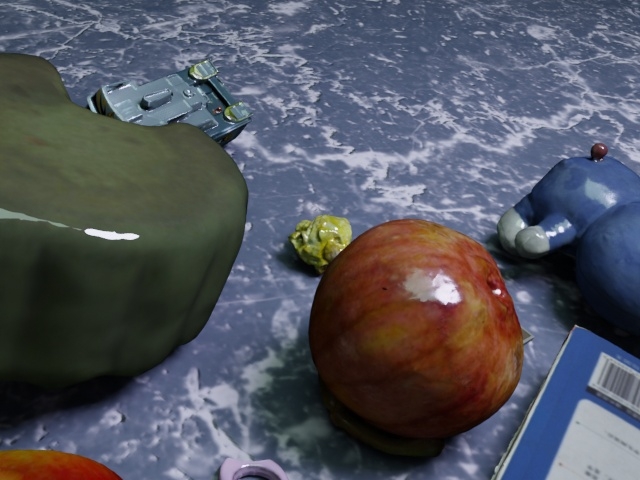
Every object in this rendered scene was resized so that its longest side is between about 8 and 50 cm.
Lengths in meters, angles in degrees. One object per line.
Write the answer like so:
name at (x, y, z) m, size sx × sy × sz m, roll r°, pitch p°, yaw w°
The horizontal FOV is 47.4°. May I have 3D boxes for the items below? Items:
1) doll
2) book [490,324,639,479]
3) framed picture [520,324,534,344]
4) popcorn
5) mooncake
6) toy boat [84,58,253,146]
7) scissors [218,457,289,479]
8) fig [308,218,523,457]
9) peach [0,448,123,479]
doll at (0.343, 0.009, 0.812) m, size 0.228 × 0.154 × 0.258 m, roll -7°, pitch 46°, yaw -26°
book at (0.248, 0.258, 0.508) m, size 0.300 × 0.039 × 0.428 m, roll 33°, pitch 42°, yaw 16°
framed picture at (0.173, 0.088, 0.773) m, size 0.066 × 0.007 × 0.089 m, roll -20°, pitch 46°, yaw -33°
popcorn at (0.003, 0.000, 0.817) m, size 0.068 × 0.059 × 0.083 m, roll -38°, pitch 26°, yaw -11°
mooncake at (-0.245, -0.021, 0.645) m, size 0.351 × 0.187 × 0.351 m, roll 22°, pitch 25°, yaw -11°
toy boat at (-0.224, -0.136, 0.898) m, size 0.296 × 0.122 × 0.114 m, roll -31°, pitch 75°, yaw -37°
scissors at (-0.017, 0.229, 0.521) m, size 0.212 × 0.021 × 0.110 m, roll 27°, pitch 34°, yaw 32°
fig at (0.073, 0.084, 0.631) m, size 0.205 × 0.205 × 0.205 m, roll 5°, pitch 37°, yaw -4°
peach at (-0.174, 0.217, 0.404) m, size 0.197 × 0.197 × 0.197 m, roll 5°, pitch 37°, yaw -4°
